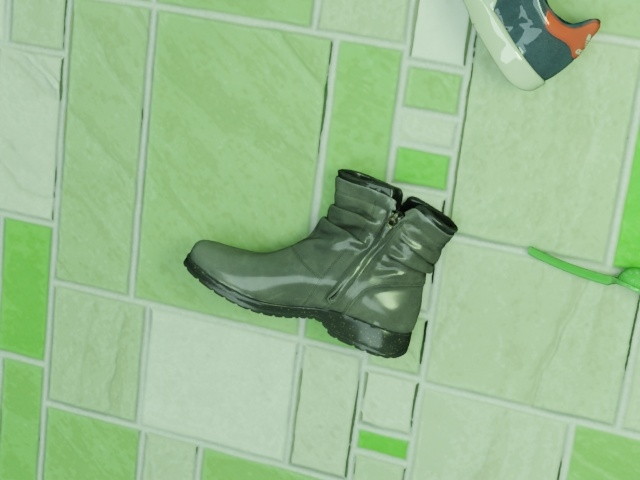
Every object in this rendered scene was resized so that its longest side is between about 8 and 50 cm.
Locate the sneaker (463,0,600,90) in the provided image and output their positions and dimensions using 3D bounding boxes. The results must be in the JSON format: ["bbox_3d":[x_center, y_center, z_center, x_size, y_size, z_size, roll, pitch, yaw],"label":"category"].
[{"bbox_3d":[0.212,-0.360,1.629,0.148,0.131,0.350,-34,96,17],"label":"sneaker"}]

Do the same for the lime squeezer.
[{"bbox_3d":[0.417,0.030,1.683,0.310,0.059,0.110,-13,99,23],"label":"lime squeezer"}]

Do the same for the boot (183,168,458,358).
[{"bbox_3d":[0.000,0.000,1.808,0.338,0.118,0.223,18,106,3],"label":"boot"}]
